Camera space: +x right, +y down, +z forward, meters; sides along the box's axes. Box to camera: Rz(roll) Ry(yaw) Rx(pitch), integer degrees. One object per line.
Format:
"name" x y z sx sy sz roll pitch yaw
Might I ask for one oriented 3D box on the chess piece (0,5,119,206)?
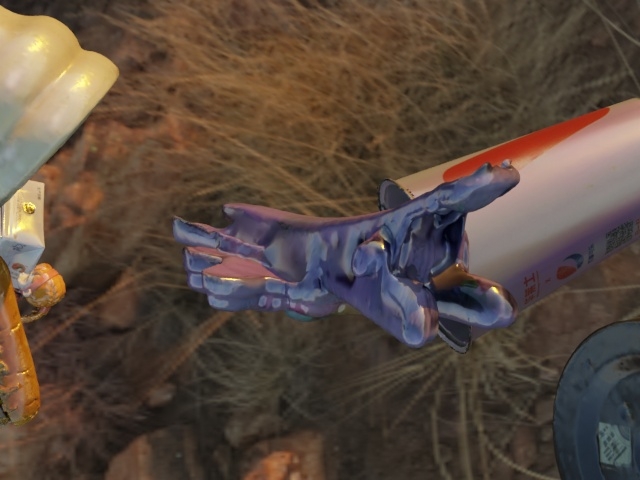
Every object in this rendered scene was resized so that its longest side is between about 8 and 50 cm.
"chess piece" -0.322 -0.173 1.051 0.300 0.167 0.167 42 107 -15

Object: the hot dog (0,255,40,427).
"hot dog" -0.290 0.084 1.161 0.071 0.045 0.165 -13 93 29

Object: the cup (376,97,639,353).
"cup" 0.228 -0.031 1.384 0.288 0.203 0.203 -24 71 -9

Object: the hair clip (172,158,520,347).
"hair clip" 0.003 0.014 0.763 0.278 0.137 0.090 -7 89 55

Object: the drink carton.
"drink carton" -0.509 0.014 2.100 0.222 0.102 0.134 -53 33 41

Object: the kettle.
"kettle" 0.401 0.200 1.157 0.228 0.324 0.321 -4 93 57

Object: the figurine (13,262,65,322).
"figurine" -0.295 0.061 1.279 0.109 0.064 0.047 -25 97 9
